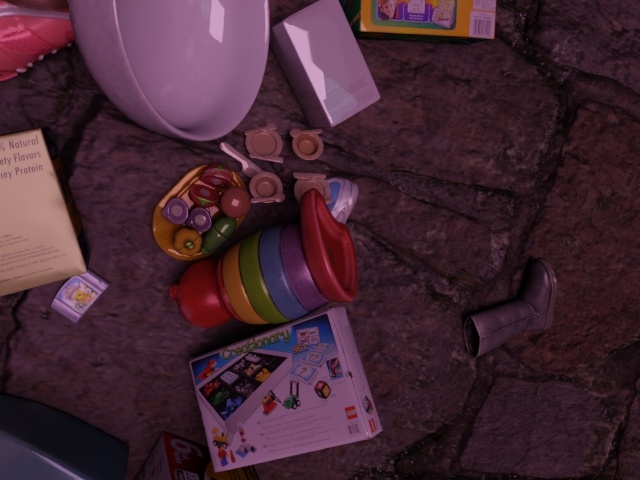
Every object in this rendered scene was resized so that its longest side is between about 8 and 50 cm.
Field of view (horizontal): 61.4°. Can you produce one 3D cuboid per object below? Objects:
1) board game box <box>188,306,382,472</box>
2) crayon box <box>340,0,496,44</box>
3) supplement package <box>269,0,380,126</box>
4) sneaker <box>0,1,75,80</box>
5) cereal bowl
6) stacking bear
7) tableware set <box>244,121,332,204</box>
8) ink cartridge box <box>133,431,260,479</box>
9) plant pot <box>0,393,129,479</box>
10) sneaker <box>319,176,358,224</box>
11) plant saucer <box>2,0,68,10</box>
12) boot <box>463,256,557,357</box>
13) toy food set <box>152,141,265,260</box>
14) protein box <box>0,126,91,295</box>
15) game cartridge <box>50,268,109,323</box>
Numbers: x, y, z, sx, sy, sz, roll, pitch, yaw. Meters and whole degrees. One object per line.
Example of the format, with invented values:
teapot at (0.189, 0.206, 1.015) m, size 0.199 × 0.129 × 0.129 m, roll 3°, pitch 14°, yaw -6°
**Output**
board game box at (-0.069, 0.243, 0.863) m, size 0.053 × 0.305 × 0.193 m, roll 6°, pitch 65°, yaw -59°
crayon box at (0.175, -0.440, 0.944) m, size 0.278 × 0.081 × 0.166 m, roll -5°, pitch 103°, yaw -21°
supplement package at (0.002, -0.291, 0.893) m, size 0.105 × 0.105 × 0.179 m, roll -33°, pitch 112°, yaw -12°
sneaker at (-0.424, -0.287, 0.738) m, size 0.313 × 0.116 × 0.136 m, roll -11°, pitch 139°, yaw -29°
cereal bowl at (-0.208, -0.309, 0.730) m, size 0.141 × 0.339 × 0.340 m, roll 8°, pitch 90°, yaw 22°
stacking bear at (-0.101, 0.060, 0.870) m, size 0.288 × 0.164 × 0.175 m, roll -18°, pitch 145°, yaw 17°
tableware set at (-0.054, -0.125, 0.911) m, size 0.140 × 0.020 × 0.169 m, roll -3°, pitch 75°, yaw -14°
ink cartridge box at (-0.155, 0.486, 0.884) m, size 0.271 × 0.309 × 0.130 m, roll 31°, pitch 89°, yaw -26°
plant pot at (-0.445, 0.357, 0.823) m, size 0.234 × 0.165 × 0.165 m, roll 42°, pitch 84°, yaw -18°
sneaker at (0.000, 0.000, 0.976) m, size 0.086 × 0.085 × 0.238 m, roll 16°, pitch 99°, yaw 2°
plant saucer at (-0.370, -0.381, 0.696) m, size 0.198 × 0.036 × 0.199 m, roll 11°, pitch 57°, yaw -17°
boot at (0.410, 0.145, 1.180) m, size 0.208 × 0.076 × 0.190 m, roll -10°, pitch 103°, yaw -13°
toy food set at (-0.178, -0.056, 0.888) m, size 0.128 × 0.071 × 0.218 m, roll 44°, pitch 83°, yaw -24°
protein box at (-0.451, -0.037, 0.746) m, size 0.199 × 0.136 × 0.201 m, roll -16°, pitch 108°, yaw -18°
game cartridge at (-0.388, 0.086, 0.864) m, size 0.056 × 0.017 × 0.083 m, roll 41°, pitch 84°, yaw -20°
